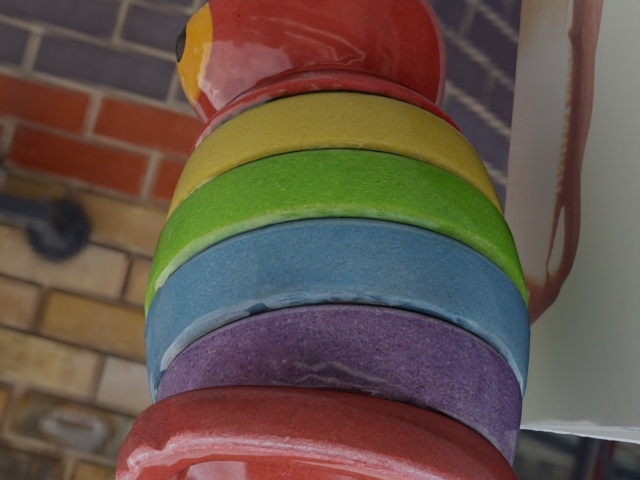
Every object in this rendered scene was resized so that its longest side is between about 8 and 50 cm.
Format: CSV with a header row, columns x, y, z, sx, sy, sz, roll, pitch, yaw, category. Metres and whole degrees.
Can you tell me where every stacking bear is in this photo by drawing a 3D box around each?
x,y,z,sx,sy,sz,roll,pitch,yaw,category
0.000,0.000,0.717,0.164,0.289,0.175,7,144,-11,stacking bear

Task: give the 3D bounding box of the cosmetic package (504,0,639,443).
x,y,z,sx,sy,sz,roll,pitch,yaw,category
0.178,-0.055,0.778,0.153,0.296,0.129,12,169,-30,cosmetic package
